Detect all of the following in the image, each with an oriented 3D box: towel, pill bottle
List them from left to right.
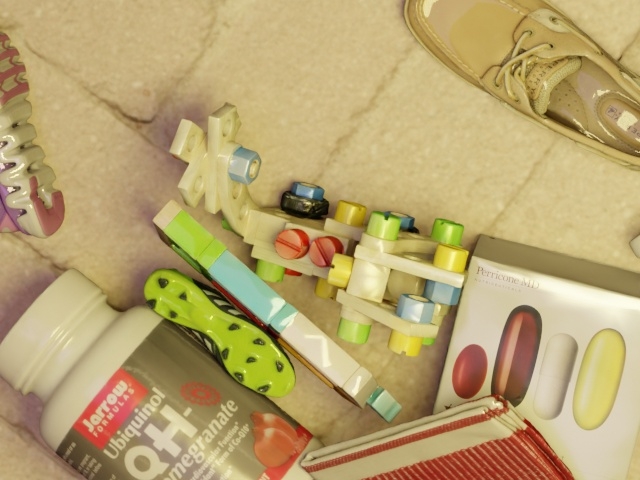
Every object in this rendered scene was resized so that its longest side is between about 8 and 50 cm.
[{"bbox_3d":[-0.164,0.176,1.804,0.318,0.176,0.176,39,101,1],"label":"pill bottle"},{"bbox_3d":[0.167,0.279,1.736,0.237,0.037,0.329,-23,122,37],"label":"towel"}]

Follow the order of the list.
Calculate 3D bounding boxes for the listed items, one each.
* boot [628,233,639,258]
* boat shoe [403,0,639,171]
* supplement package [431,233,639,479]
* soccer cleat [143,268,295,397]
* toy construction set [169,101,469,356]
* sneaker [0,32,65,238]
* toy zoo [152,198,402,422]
[{"bbox_3d":[0.432,-0.009,1.730,0.258,0.095,0.123,-27,86,10],"label":"boot"},{"bbox_3d":[0.213,-0.163,1.741,0.302,0.098,0.109,34,101,3],"label":"boat shoe"},{"bbox_3d":[0.218,0.121,1.754,0.194,0.149,0.203,13,101,7],"label":"supplement package"},{"bbox_3d":[-0.092,0.084,1.781,0.179,0.072,0.060,38,107,5],"label":"soccer cleat"},{"bbox_3d":[0.000,0.000,1.723,0.327,0.215,0.151,33,106,19],"label":"toy construction set"},{"bbox_3d":[-0.341,-0.108,1.839,0.104,0.095,0.236,-12,97,18],"label":"sneaker"},{"bbox_3d":[-0.040,0.076,1.765,0.293,0.192,0.030,41,85,1],"label":"toy zoo"}]
